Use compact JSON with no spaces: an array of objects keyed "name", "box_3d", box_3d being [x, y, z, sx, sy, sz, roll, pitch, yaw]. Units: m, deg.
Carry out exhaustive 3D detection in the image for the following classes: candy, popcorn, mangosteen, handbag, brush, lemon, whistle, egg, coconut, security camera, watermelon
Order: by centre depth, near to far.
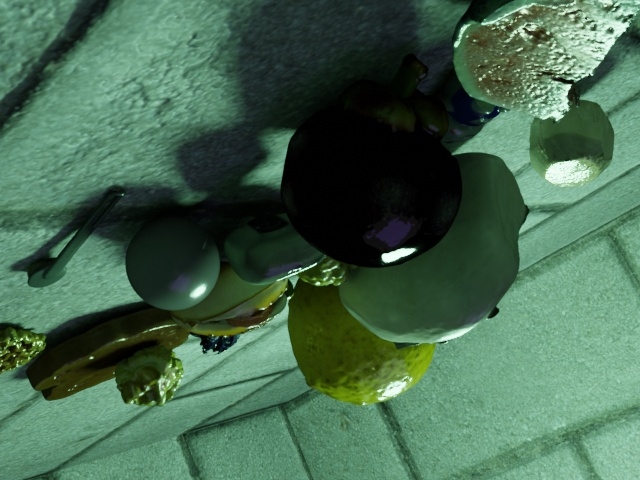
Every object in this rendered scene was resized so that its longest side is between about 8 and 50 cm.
[{"name":"watermelon","box_3d":[0.289,-0.271,1.020,0.224,0.180,0.305,-32,168,-11]},{"name":"mangosteen","box_3d":[0.082,-0.113,1.173,0.275,0.275,0.302,-4,118,-51]},{"name":"brush","box_3d":[-0.361,-0.004,1.243,0.062,0.027,0.266,-5,152,-50]},{"name":"whistle","box_3d":[0.234,-0.216,1.280,0.110,0.092,0.244,-9,160,-32]},{"name":"egg","box_3d":[-0.233,0.038,1.329,0.147,0.146,0.198,-21,173,-11]},{"name":"security camera","box_3d":[-0.099,-0.007,1.378,0.157,0.080,0.301,-22,-162,-15]},{"name":"popcorn","box_3d":[-0.008,0.007,1.546,0.142,0.173,0.173,-25,166,-24]},{"name":"candy","box_3d":[0.186,0.012,1.563,0.186,0.386,0.427,35,145,-23]},{"name":"coconut","box_3d":[0.476,-0.196,1.601,0.161,0.162,0.161,4,155,2]},{"name":"handbag","box_3d":[-0.190,0.146,1.747,0.162,0.113,0.260,-40,172,-27]},{"name":"popcorn","box_3d":[-0.364,0.287,1.789,0.145,0.126,0.125,0,129,-28]},{"name":"lemon","box_3d":[0.091,0.178,1.872,0.350,0.387,0.349,-4,-158,1]}]

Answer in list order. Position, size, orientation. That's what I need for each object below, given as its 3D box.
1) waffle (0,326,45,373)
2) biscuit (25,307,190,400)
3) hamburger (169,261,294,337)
[{"name":"waffle","box_3d":[-0.628,0.221,1.527,0.245,0.052,0.254,-24,166,-6]},{"name":"biscuit","box_3d":[-0.455,0.241,1.805,0.381,0.074,0.359,-28,164,18]},{"name":"hamburger","box_3d":[-0.166,0.088,1.505,0.237,0.147,0.237,-17,-163,6]}]
